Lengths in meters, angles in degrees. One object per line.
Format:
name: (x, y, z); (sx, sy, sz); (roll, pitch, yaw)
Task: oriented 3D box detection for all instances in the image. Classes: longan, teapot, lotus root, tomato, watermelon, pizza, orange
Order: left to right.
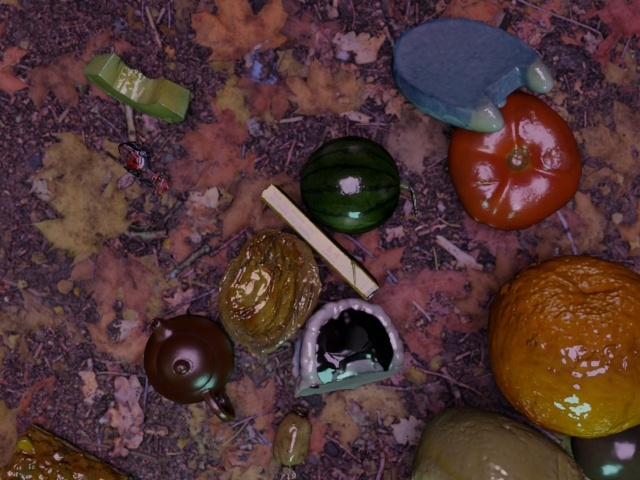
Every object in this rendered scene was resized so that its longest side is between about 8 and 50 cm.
pizza: (-0.534, 0.540, 1.671); (0.268, 0.087, 0.257); (27, 96, -3)
teapot: (-0.249, 0.253, 1.623); (0.178, 0.135, 0.252); (-35, 91, 6)
lotus root: (-0.057, 0.405, 1.663); (0.072, 0.063, 0.151); (7, 89, -9)
watermelon: (0.070, -0.105, 1.570); (0.215, 0.188, 0.187); (-5, 93, 8)
tomato: (0.355, -0.146, 1.568); (0.260, 0.180, 0.259); (0, 91, 3)
orange: (0.470, 0.197, 1.517); (0.341, 0.340, 0.293); (-6, 128, 1)
longan: (0.573, 0.383, 1.607); (0.167, 0.167, 0.187); (29, 72, -1)

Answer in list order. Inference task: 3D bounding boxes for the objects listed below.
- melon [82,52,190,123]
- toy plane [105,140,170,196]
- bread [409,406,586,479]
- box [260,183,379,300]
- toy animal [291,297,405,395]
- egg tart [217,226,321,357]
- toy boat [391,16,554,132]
melon: (-0.351, -0.295, 1.608); (0.210, 0.118, 0.064); (27, 79, -12)
toy plane: (-0.356, -0.149, 1.652); (0.145, 0.037, 0.060); (39, 97, 0)
bread: (0.326, 0.435, 1.530); (0.321, 0.320, 0.237); (20, 65, 0)
box: (-0.001, -0.001, 1.594); (0.279, 0.153, 0.041); (43, 92, -1)
toy animal: (0.041, 0.203, 1.588); (0.208, 0.204, 0.155); (-8, 74, -13)
egg tart: (-0.089, 0.102, 1.621); (0.232, 0.098, 0.252); (6, 82, 31)
toy boat: (0.265, -0.291, 1.527); (0.215, 0.330, 0.123); (-41, 136, -13)
